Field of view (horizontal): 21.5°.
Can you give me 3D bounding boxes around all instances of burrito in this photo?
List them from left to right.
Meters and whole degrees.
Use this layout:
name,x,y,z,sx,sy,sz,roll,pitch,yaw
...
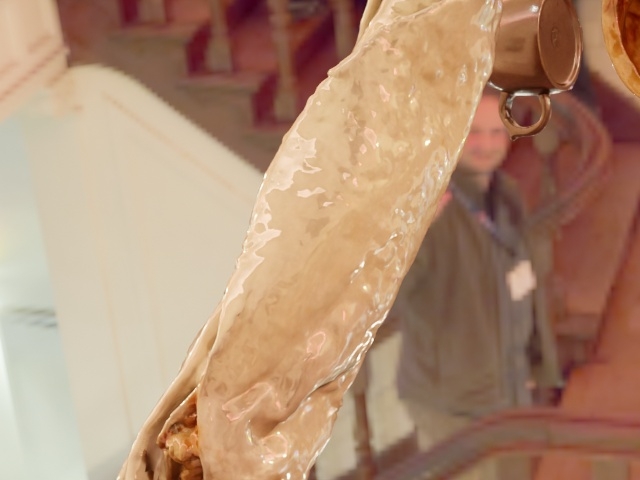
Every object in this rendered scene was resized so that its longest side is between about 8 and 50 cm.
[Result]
name,x,y,z,sx,sy,sz,roll,pitch,yaw
burrito,0.000,0.000,0.831,0.076,0.117,0.392,18,74,31

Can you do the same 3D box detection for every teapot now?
name,x,y,z,sx,sy,sz,roll,pitch,yaw
teapot,0.139,-0.131,1.189,0.068,0.121,0.076,-2,2,33

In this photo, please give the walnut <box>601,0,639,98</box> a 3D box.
name,x,y,z,sx,sy,sz,roll,pitch,yaw
walnut,0.319,-0.203,1.389,0.167,0.211,0.087,26,8,12
